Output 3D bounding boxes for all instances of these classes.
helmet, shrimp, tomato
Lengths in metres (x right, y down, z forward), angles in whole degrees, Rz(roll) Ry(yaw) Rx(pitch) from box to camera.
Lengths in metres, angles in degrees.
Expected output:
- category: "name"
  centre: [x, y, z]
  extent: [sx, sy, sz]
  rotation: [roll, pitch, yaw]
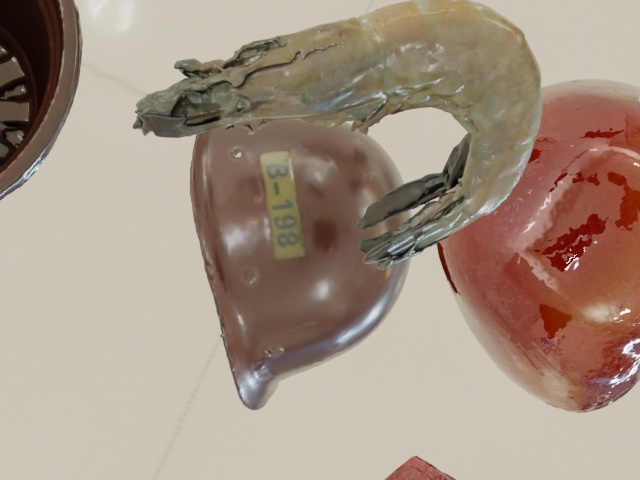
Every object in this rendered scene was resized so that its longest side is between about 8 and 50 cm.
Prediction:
- category: "helmet"
  centre: [0.000, 0.000, 1.987]
  extent: [0.230, 0.337, 0.385]
  rotation: [-10, 73, 12]
- category: "shrimp"
  centre: [0.011, -0.054, 0.862]
  extent: [0.219, 0.046, 0.152]
  rotation: [-8, 125, -8]
- category: "tomato"
  centre: [0.216, -0.008, 1.404]
  extent: [0.226, 0.298, 0.298]
  rotation: [27, 76, 7]

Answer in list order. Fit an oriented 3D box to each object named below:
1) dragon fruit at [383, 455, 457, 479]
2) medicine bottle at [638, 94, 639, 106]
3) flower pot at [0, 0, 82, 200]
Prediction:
- category: "dragon fruit"
  centre: [0.099, 0.229, 1.172]
  extent: [0.102, 0.096, 0.147]
  rotation: [-55, 139, -23]
- category: "medicine bottle"
  centre: [0.246, -0.141, 0.856]
  extent: [0.132, 0.088, 0.188]
  rotation: [25, 90, 13]
- category: "flower pot"
  centre: [-0.127, -0.050, 0.516]
  extent: [0.111, 0.089, 0.111]
  rotation: [0, 81, -3]
